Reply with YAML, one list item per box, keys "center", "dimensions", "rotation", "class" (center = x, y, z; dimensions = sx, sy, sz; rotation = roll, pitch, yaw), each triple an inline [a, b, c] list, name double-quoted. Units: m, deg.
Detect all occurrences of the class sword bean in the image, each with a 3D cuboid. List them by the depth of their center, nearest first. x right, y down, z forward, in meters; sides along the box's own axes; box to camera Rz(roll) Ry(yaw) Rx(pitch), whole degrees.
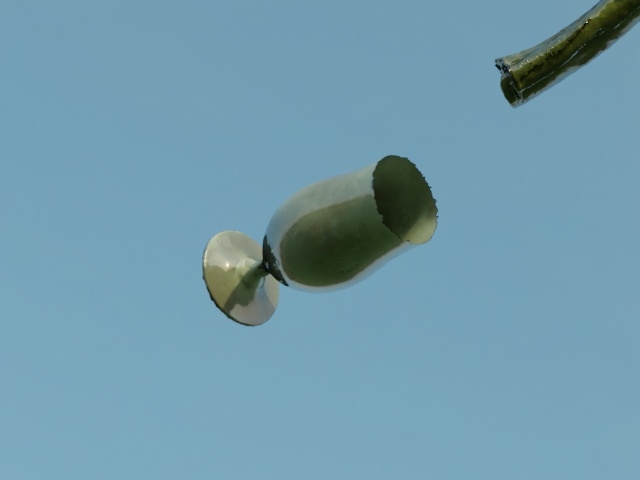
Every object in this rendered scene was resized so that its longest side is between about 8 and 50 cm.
- center: [0.063, -0.049, 0.296]
  dimensions: [0.083, 0.012, 0.012]
  rotation: [-38, -67, 15]
  class: "sword bean"

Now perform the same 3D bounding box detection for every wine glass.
- center: [0.000, 0.000, 1.505]
  dimensions: [0.202, 0.093, 0.093]
  rotation: [-28, -62, 40]
  class: "wine glass"
